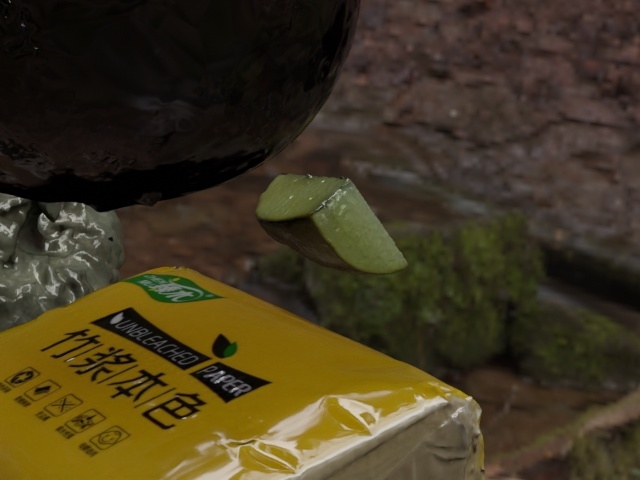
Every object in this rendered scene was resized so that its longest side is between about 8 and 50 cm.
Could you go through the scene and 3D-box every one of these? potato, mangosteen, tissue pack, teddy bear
[{"bbox_3d":[0.000,0.000,1.606,0.081,0.120,0.149,-43,24,-20],"label":"potato"},{"bbox_3d":[-0.085,-0.137,0.610,0.211,0.250,0.211,1,-9,0],"label":"mangosteen"},{"bbox_3d":[-0.103,0.185,1.112,0.293,0.228,0.382,-23,23,-27],"label":"tissue pack"},{"bbox_3d":[-0.389,0.076,1.506,0.367,0.357,0.224,24,7,-29],"label":"teddy bear"}]
